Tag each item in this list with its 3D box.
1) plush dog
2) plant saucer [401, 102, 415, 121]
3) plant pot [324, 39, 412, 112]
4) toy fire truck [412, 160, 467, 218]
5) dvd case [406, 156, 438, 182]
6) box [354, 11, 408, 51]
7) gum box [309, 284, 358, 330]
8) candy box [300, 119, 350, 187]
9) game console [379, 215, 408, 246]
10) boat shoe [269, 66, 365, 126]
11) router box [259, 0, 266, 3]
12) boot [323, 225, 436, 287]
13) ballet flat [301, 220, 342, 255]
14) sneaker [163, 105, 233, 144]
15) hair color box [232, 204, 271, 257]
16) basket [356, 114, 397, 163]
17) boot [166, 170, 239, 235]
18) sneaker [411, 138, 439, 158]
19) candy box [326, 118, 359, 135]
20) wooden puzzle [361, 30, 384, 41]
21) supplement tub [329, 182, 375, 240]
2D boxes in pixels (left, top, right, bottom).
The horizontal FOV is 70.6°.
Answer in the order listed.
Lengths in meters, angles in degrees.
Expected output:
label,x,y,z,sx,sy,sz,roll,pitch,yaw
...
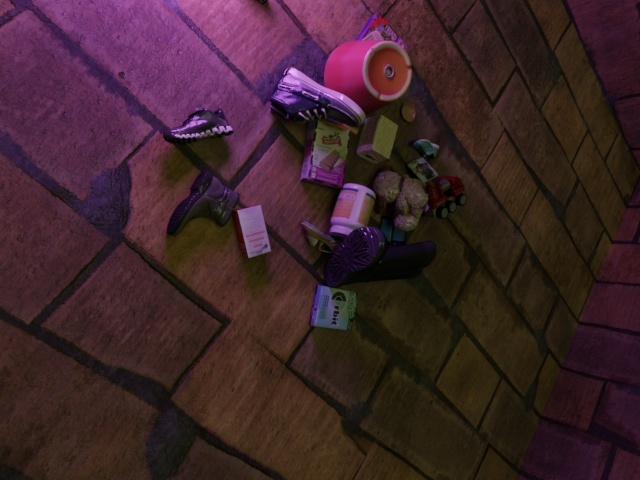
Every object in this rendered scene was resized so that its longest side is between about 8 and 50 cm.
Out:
label,x,y,z,sx,sy,sz,roll,pitch,yaw
plush dog,0.323,-0.200,1.854,0.225,0.210,0.262,16,61,-4
plant saucer,0.383,-0.563,1.988,0.083,0.015,0.083,-1,93,-34
plant pot,0.182,-0.589,1.616,0.275,0.243,0.274,-5,104,-22
toy fire truck,0.523,-0.248,2.029,0.217,0.158,0.246,-31,118,-29
dvd case,0.445,-0.309,1.978,0.087,0.013,0.119,-27,64,-15
box,0.222,-0.751,1.848,0.201,0.057,0.293,39,71,-28
gum box,0.054,0.266,1.769,0.184,0.041,0.157,15,82,-34
candy box,0.020,-0.327,1.714,0.159,0.071,0.233,9,85,-33
game console,0.311,-0.038,1.921,0.071,0.107,0.122,18,81,-62
boat shoe,-0.020,-0.461,1.603,0.341,0.127,0.158,30,77,5
router box,-0.217,-0.869,1.529,0.122,0.092,0.038,25,77,-31
boot,0.284,0.057,1.741,0.445,0.367,0.146,-1,66,-31
ballet flat,0.000,0.000,1.713,0.206,0.073,0.067,30,89,-27
sneaker,-0.395,-0.369,1.433,0.234,0.078,0.106,-21,100,-36
hair color box,-0.238,-0.030,1.558,0.093,0.053,0.167,-17,99,-34
basket,0.233,-0.410,1.837,0.113,0.103,0.167,22,80,-32
boot,-0.367,-0.089,1.457,0.161,0.083,0.246,41,71,-34
sneaker,0.469,-0.407,2.023,0.162,0.063,0.073,12,88,-34
candy box,0.076,-0.502,1.760,0.187,0.053,0.109,28,76,-33
wooden puzzle,0.185,-0.662,1.770,0.239,0.044,0.221,-42,114,-16
supplement tub,0.121,-0.104,1.744,0.144,0.144,0.199,25,78,-32
